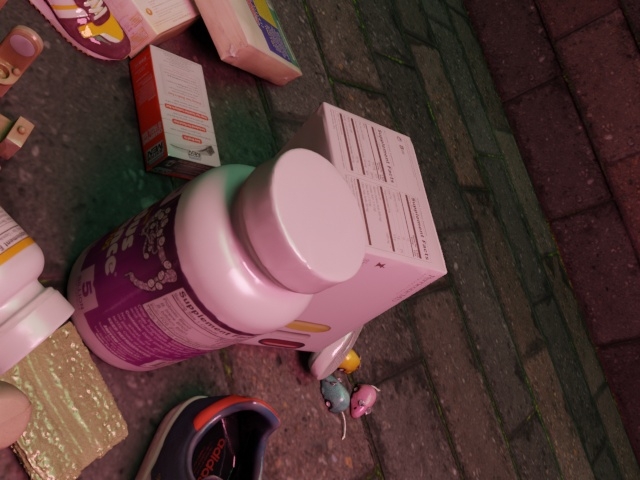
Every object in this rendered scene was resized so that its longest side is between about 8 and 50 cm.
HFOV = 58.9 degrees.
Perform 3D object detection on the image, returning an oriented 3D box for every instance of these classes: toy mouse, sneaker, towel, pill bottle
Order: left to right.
[{"bbox_3d":[-0.311,0.012,0.469,0.208,0.117,0.117,51,38,-14],"label":"pill bottle"},{"bbox_3d":[-0.257,0.156,0.547,0.148,0.027,0.110,61,34,-5],"label":"towel"},{"bbox_3d":[-0.303,-0.306,0.700,0.185,0.084,0.069,40,43,-32],"label":"sneaker"},{"bbox_3d":[-0.126,0.301,0.531,0.131,0.148,0.350,41,43,-32],"label":"sneaker"},{"bbox_3d":[-0.109,0.024,0.576,0.169,0.301,0.169,30,49,-41],"label":"pill bottle"},{"bbox_3d":[0.004,0.085,0.892,0.151,0.094,0.256,23,60,11],"label":"sneaker"},{"bbox_3d":[0.049,0.240,0.896,0.161,0.031,0.143,38,44,-35],"label":"toy mouse"}]

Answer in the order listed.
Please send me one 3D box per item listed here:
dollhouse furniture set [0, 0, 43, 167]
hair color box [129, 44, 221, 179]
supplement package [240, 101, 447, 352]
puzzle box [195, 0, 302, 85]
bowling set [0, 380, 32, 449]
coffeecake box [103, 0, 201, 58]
[{"bbox_3d":[-0.336,-0.144,0.530,0.144,0.123,0.151,40,43,-33],"label":"dollhouse furniture set"},{"bbox_3d":[-0.201,-0.173,0.786,0.093,0.053,0.167,7,64,-52],"label":"hair color box"},{"bbox_3d":[0.000,0.000,0.729,0.145,0.262,0.204,13,53,-33],"label":"supplement package"},{"bbox_3d":[-0.168,-0.464,0.927,0.409,0.052,0.272,66,16,0],"label":"puzzle box"},{"bbox_3d":[-0.330,0.214,0.351,0.287,0.154,0.200,-12,99,-56],"label":"bowling set"},{"bbox_3d":[-0.268,-0.371,0.796,0.185,0.068,0.142,54,36,-17],"label":"coffeecake box"}]
